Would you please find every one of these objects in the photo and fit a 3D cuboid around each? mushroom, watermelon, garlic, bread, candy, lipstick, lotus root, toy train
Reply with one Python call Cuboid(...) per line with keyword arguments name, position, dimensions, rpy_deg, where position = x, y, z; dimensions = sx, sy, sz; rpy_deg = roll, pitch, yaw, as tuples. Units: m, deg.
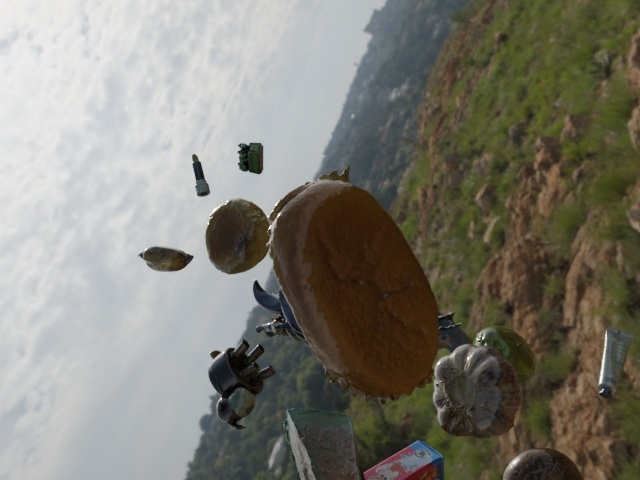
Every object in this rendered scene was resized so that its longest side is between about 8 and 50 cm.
Cuboid(name="mushroom", position=(0.713, 0.786, 1.894), dimensions=(0.253, 0.253, 0.153), rpy_deg=(-68, -17, -5))
Cuboid(name="watermelon", position=(0.039, 0.529, 1.338), dimensions=(0.302, 0.151, 0.264), rpy_deg=(-126, 23, -53))
Cuboid(name="garlic", position=(0.390, 0.376, 1.473), dimensions=(0.245, 0.160, 0.245), rpy_deg=(-14, 70, 43))
Cuboid(name="bread", position=(0.056, 0.085, 0.984), dimensions=(0.236, 0.388, 0.183), rpy_deg=(-34, 1, -9))
Cuboid(name="bread", position=(-0.249, -0.014, 1.874), dimensions=(0.134, 0.244, 0.244), rpy_deg=(5, -70, -58))
Cuboid(name="candy", position=(0.180, 0.660, 1.524), dimensions=(0.100, 0.306, 0.157), rpy_deg=(23, 124, 53))
Cuboid(name="lipstick", position=(-0.315, -0.171, 1.546), dimensions=(0.037, 0.037, 0.116), rpy_deg=(116, 140, -66))
Cuboid(name="lotus root", position=(-0.374, 0.044, 1.415), dimensions=(0.072, 0.152, 0.063), rpy_deg=(-21, -64, -68))
Cuboid(name="toy train", position=(-0.190, -0.222, 1.617), dimensions=(0.148, 0.071, 0.038), rpy_deg=(109, 166, -72))

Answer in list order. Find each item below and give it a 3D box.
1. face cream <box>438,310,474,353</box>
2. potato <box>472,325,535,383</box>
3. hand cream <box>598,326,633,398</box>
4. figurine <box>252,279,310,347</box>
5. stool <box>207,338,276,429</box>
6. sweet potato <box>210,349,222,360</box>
Cuboid(name="face cream", position=(0.489, 0.364, 2.058), dimensions=(0.086, 0.385, 0.135), rpy_deg=(-38, 19, 33))
Cuboid(name="potato", position=(0.548, 0.340, 1.771), dimensions=(0.253, 0.186, 0.148), rpy_deg=(15, -82, -63))
Cuboid(name="hand cream", position=(0.901, 0.375, 1.832), dimensions=(0.234, 0.080, 0.050), rpy_deg=(-60, -24, -28))
Cuboid(name="figurine", position=(-0.040, 0.167, 1.392), dimensions=(0.175, 0.265, 0.197), rpy_deg=(-5, -76, -48))
Cuboid(name="stool", position=(-0.176, 0.311, 1.311), dimensions=(0.121, 0.125, 0.217), rpy_deg=(-38, 27, 14))
Cuboid(name="sweet potato", position=(-0.268, 0.376, 1.780), dimensions=(0.054, 0.182, 0.053), rpy_deg=(-13, 54, 37))
